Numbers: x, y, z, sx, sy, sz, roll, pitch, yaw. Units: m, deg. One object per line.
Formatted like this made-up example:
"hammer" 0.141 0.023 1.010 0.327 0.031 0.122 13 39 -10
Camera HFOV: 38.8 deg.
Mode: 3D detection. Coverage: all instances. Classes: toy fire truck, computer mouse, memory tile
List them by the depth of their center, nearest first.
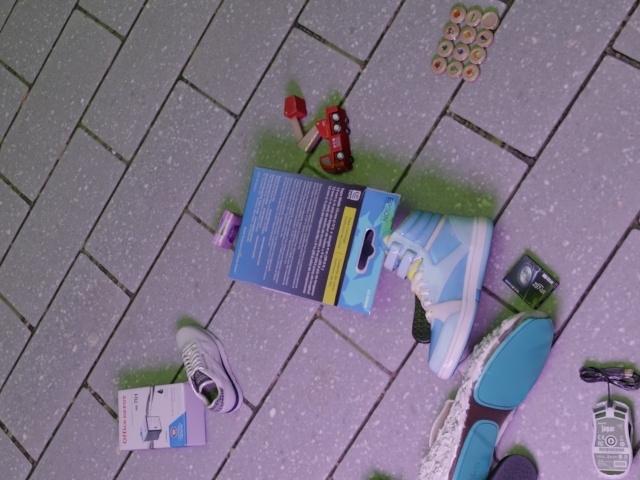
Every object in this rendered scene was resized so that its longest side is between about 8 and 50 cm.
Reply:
"computer mouse" 0.502 0.315 1.573 0.106 0.042 0.193 -3 75 25
"memory tile" 0.290 -0.397 1.833 0.113 0.012 0.148 21 92 31
"toy fire truck" -0.005 -0.228 1.956 0.135 0.047 0.192 -13 76 28

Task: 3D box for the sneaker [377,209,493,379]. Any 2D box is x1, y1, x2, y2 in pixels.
"sneaker" 0.192 0.088 1.690 0.208 0.127 0.319 14 69 7

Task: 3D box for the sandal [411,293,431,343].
"sandal" 0.213 0.114 1.770 0.067 0.040 0.179 7 77 22

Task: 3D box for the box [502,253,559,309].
"box" 0.390 0.077 1.690 0.067 0.018 0.083 -50 61 14

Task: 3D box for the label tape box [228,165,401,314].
"label tape box" 0.000 0.000 1.879 0.347 0.115 0.249 13 88 28

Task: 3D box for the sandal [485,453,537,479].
"sandal" 0.283 0.481 1.600 0.254 0.054 0.097 -35 85 -23

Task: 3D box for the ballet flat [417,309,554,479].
"ballet flat" 0.280 0.296 1.658 0.147 0.147 0.409 27 95 31

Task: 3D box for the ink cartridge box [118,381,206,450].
"ink cartridge box" -0.355 0.395 2.034 0.190 0.082 0.140 -11 76 27

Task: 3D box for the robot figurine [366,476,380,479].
"robot figurine" 0.123 0.510 1.742 0.101 0.067 0.115 -47 63 15

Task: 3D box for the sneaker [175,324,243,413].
"sneaker" -0.258 0.275 1.990 0.090 0.095 0.235 -47 61 17

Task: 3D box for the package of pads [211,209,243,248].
"package of pads" -0.208 -0.024 2.037 0.032 0.050 0.083 24 94 26
